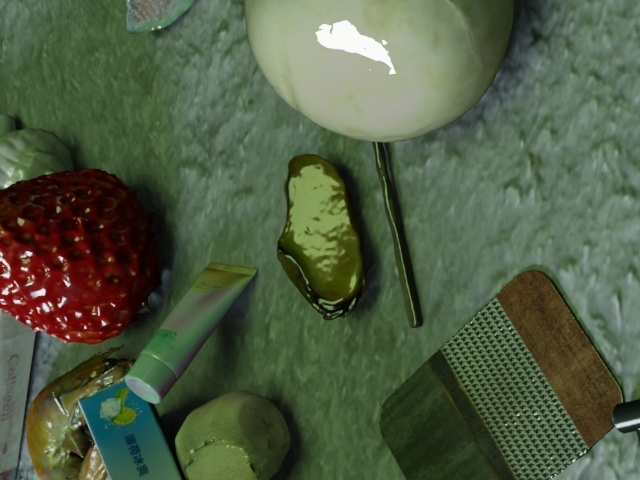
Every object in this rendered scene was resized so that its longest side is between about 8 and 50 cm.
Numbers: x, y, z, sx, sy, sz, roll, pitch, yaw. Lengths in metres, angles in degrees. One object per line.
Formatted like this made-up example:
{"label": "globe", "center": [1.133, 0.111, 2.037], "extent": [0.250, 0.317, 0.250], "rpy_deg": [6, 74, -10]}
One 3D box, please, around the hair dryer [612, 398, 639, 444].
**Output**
{"label": "hair dryer", "center": [0.274, 0.172, 1.257], "extent": [0.047, 0.026, 0.083], "rpy_deg": [-20, 78, 42]}

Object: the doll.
{"label": "doll", "center": [-0.401, -0.094, 1.862], "extent": [0.293, 0.119, 0.138], "rpy_deg": [16, 59, 47]}

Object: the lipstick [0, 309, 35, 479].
{"label": "lipstick", "center": [-0.404, 0.163, 1.841], "extent": [0.079, 0.076, 0.372], "rpy_deg": [19, 107, 28]}

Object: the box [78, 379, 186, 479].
{"label": "box", "center": [-0.179, 0.259, 1.605], "extent": [0.139, 0.073, 0.194], "rpy_deg": [83, 163, -64]}

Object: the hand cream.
{"label": "hand cream", "center": [-0.139, 0.091, 1.593], "extent": [0.076, 0.047, 0.174], "rpy_deg": [8, 52, 43]}

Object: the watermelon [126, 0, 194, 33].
{"label": "watermelon", "center": [-0.171, -0.300, 1.670], "extent": [0.081, 0.094, 0.180], "rpy_deg": [40, 130, 34]}

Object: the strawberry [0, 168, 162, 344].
{"label": "strawberry", "center": [-0.306, 0.012, 1.669], "extent": [0.205, 0.244, 0.205], "rpy_deg": [-5, 83, 46]}

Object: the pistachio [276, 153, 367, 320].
{"label": "pistachio", "center": [0.000, 0.000, 1.511], "extent": [0.089, 0.049, 0.173], "rpy_deg": [-17, 72, 17]}

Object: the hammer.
{"label": "hammer", "center": [0.064, -0.058, 1.472], "extent": [0.058, 0.029, 0.292], "rpy_deg": [-23, 74, 43]}

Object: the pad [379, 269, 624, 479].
{"label": "pad", "center": [0.173, 0.216, 1.329], "extent": [0.250, 0.055, 0.323], "rpy_deg": [-47, 40, 31]}

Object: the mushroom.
{"label": "mushroom", "center": [0.056, -0.209, 1.374], "extent": [0.246, 0.202, 0.246], "rpy_deg": [9, 127, 13]}

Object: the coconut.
{"label": "coconut", "center": [-0.097, 0.215, 1.550], "extent": [0.124, 0.110, 0.110], "rpy_deg": [-37, 63, 34]}

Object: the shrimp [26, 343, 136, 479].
{"label": "shrimp", "center": [-0.274, 0.210, 1.755], "extent": [0.150, 0.068, 0.249], "rpy_deg": [56, 133, 22]}
